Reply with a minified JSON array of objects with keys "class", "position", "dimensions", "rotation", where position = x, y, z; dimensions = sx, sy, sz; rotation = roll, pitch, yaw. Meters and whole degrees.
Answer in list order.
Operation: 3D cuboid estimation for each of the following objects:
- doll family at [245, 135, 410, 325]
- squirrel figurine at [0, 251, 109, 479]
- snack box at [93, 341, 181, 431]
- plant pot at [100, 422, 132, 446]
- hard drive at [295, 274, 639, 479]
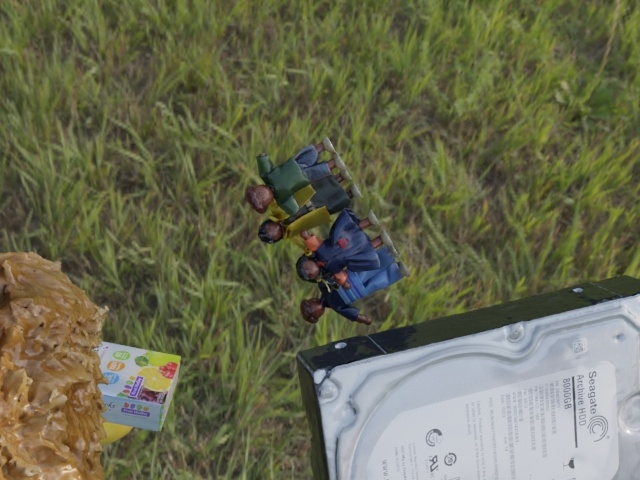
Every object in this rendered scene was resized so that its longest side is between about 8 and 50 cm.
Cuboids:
[{"class":"doll family","position":[0.000,0.000,0.782],"dimensions":[0.111,0.076,0.193],"rotation":[-32,92,2]},{"class":"squirrel figurine","position":[-0.287,0.135,0.531],"dimensions":[0.397,0.281,0.370],"rotation":[22,22,-38]},{"class":"snack box","position":[-0.228,0.149,0.885],"dimensions":[0.141,0.037,0.100],"rotation":[11,21,-3]},{"class":"plant pot","position":[-0.282,0.203,1.035],"dimensions":[0.134,0.095,0.134],"rotation":[-15,59,26]},{"class":"hard drive","position":[0.160,0.179,0.756],"dimensions":[0.339,0.237,0.064],"rotation":[-11,14,-16]}]
